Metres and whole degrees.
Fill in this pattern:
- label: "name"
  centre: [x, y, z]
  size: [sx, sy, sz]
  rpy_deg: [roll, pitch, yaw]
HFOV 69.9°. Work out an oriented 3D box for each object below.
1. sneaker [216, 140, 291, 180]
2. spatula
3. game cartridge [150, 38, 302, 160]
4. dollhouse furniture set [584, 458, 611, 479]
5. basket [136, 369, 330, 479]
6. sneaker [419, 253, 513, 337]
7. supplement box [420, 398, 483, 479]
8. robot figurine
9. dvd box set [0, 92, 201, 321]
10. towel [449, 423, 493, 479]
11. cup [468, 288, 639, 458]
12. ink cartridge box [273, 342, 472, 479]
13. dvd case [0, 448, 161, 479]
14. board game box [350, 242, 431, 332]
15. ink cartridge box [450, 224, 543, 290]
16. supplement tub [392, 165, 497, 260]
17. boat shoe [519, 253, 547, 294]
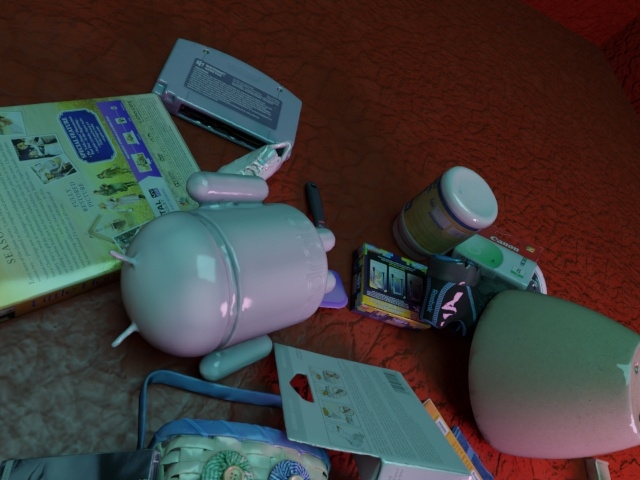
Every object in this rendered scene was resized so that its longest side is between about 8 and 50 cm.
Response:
- label: "sneaker"
  centre: [-0.121, -0.137, 0.853]
  size: [0.080, 0.094, 0.212]
  rpy_deg: [50, 36, -13]
- label: "spatula"
  centre: [0.000, 0.000, 0.917]
  size: [0.084, 0.030, 0.296]
  rpy_deg: [10, 58, -29]
- label: "game cartridge"
  centre: [-0.184, -0.301, 0.968]
  size: [0.294, 0.060, 0.196]
  rpy_deg: [23, 56, -20]
- label: "dollhouse furniture set"
  centre: [0.567, 0.525, 0.915]
  size: [0.161, 0.101, 0.182]
  rpy_deg: [22, 53, -20]
- label: "basket"
  centre: [-0.108, 0.298, 0.575]
  size: [0.254, 0.201, 0.289]
  rpy_deg: [19, 20, -24]
- label: "sneaker"
  centre: [0.306, 0.130, 0.970]
  size: [0.341, 0.125, 0.140]
  rpy_deg: [22, 86, -44]
- label: "supplement box"
  centre: [0.210, 0.397, 0.782]
  size: [0.080, 0.078, 0.233]
  rpy_deg: [-22, 77, -43]
- label: "robot figurine"
  centre: [-0.131, 0.049, 0.674]
  size: [0.353, 0.199, 0.300]
  rpy_deg: [-11, 99, -45]
- label: "dvd box set"
  centre: [-0.383, -0.070, 0.695]
  size: [0.420, 0.062, 0.308]
  rpy_deg: [-24, 77, -40]
- label: "towel"
  centre: [0.266, 0.406, 0.836]
  size: [0.067, 0.029, 0.119]
  rpy_deg: [-21, 75, -52]
- label: "cup"
  centre: [0.471, 0.257, 0.853]
  size: [0.331, 0.237, 0.331]
  rpy_deg: [4, 84, -38]
- label: "ink cartridge box"
  centre: [0.046, 0.252, 0.662]
  size: [0.239, 0.275, 0.060]
  rpy_deg: [15, 98, -12]
- label: "dvd case"
  centre: [-0.266, 0.307, 0.463]
  size: [0.018, 0.221, 0.164]
  rpy_deg: [49, 33, -53]
- label: "board game box"
  centre: [0.145, 0.098, 0.940]
  size: [0.170, 0.048, 0.141]
  rpy_deg: [21, 56, -21]
- label: "ink cartridge box"
  centre: [0.445, 0.022, 1.128]
  size: [0.181, 0.056, 0.224]
  rpy_deg: [30, 48, 21]
- label: "supplement tub"
  centre: [0.267, -0.052, 1.006]
  size: [0.144, 0.199, 0.144]
  rpy_deg: [16, 55, -25]
- label: "boat shoe"
  centre: [0.505, 0.140, 1.131]
  size: [0.076, 0.080, 0.228]
  rpy_deg: [7, 67, -31]
